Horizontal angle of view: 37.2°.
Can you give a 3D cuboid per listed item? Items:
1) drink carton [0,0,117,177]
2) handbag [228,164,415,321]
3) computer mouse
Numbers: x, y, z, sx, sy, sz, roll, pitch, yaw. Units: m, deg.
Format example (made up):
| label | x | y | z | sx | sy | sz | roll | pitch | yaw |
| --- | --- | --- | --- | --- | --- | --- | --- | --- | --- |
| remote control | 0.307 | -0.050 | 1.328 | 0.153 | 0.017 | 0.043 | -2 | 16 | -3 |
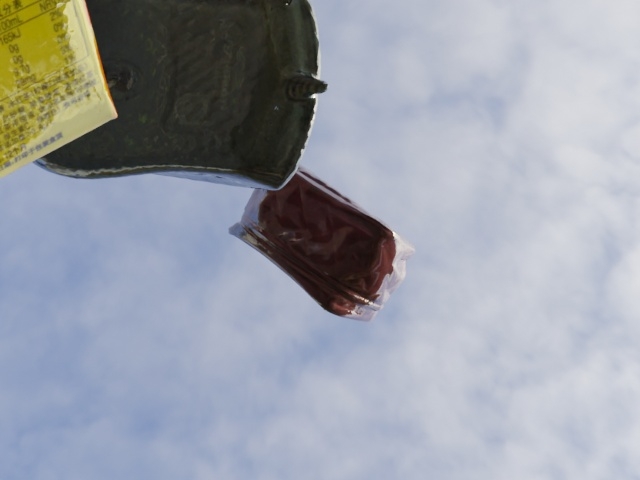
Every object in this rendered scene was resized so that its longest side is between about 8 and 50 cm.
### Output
| label | x | y | z | sx | sy | sz | roll | pitch | yaw |
| --- | --- | --- | --- | --- | --- | --- | --- | --- | --- |
| drink carton | -0.221 | -0.201 | 0.501 | 0.111 | 0.351 | 0.154 | -34 | -119 | -20 |
| handbag | 0.000 | 0.000 | 1.197 | 0.225 | 0.146 | 0.135 | 35 | -83 | 28 |
| computer mouse | -0.139 | -0.144 | 0.892 | 0.370 | 0.122 | 0.188 | 7 | -87 | 30 |
